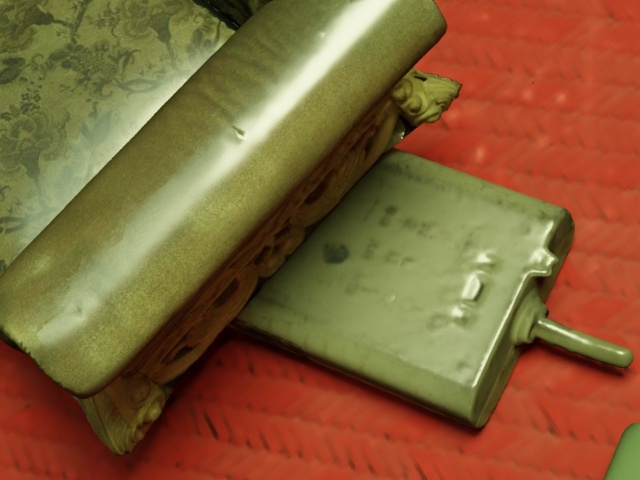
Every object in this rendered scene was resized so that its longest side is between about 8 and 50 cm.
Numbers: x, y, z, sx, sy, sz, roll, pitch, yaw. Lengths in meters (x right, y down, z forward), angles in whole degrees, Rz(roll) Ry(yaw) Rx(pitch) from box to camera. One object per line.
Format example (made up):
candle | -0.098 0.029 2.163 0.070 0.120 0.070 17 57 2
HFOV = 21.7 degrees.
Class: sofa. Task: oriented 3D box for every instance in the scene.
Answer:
sofa | -0.105 -0.078 0.609 0.200 0.182 0.258 -47 65 -2

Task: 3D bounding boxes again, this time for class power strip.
power strip | 0.000 0.000 0.671 0.268 0.034 0.092 21 76 22

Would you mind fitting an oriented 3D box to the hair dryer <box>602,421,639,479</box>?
hair dryer | 0.164 0.123 0.580 0.150 0.047 0.071 21 78 11
